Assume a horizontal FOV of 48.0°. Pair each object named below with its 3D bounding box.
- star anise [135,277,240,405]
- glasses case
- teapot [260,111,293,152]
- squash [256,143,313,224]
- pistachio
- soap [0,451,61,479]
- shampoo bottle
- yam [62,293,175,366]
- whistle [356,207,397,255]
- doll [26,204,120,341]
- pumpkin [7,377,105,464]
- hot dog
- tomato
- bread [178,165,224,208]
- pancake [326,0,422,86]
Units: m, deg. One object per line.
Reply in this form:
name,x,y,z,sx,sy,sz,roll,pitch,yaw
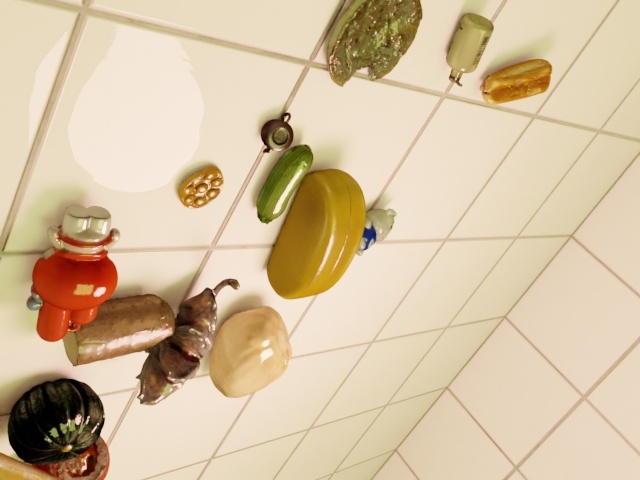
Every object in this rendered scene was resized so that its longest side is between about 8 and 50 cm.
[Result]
star anise,-0.315,0.250,1.691,0.139,0.316,0.359,30,154,-23
glasses case,0.000,0.000,1.786,0.141,0.173,0.371,-8,136,-38
teapot,-0.093,-0.227,1.521,0.067,0.045,0.100,29,90,-36
squash,-0.087,-0.127,1.630,0.077,0.068,0.219,-8,137,-50
pistachio,-0.198,0.314,1.972,0.318,0.213,0.193,-53,-171,32
soap,-0.729,0.505,1.500,0.335,0.293,0.156,68,37,-57
shampoo bottle,0.342,-0.445,1.691,0.079,0.079,0.162,-17,143,-35
yam,-0.448,0.188,1.571,0.238,0.128,0.130,-10,116,-44
whistle,0.115,-0.018,1.972,0.244,0.092,0.110,-30,158,-21
doll,-0.473,0.071,1.386,0.160,0.130,0.291,1,120,-36
pumpkin,-0.609,0.421,1.663,0.220,0.162,0.221,-24,142,-20
hot dog,0.525,-0.425,1.919,0.249,0.076,0.102,-20,126,-23
tomato,-0.642,0.574,1.845,0.214,0.181,0.155,-25,165,-11
bread,-0.250,-0.111,1.511,0.110,0.024,0.110,-28,149,-19
pancake,0.113,-0.430,1.497,0.253,0.037,0.254,-29,148,-21
